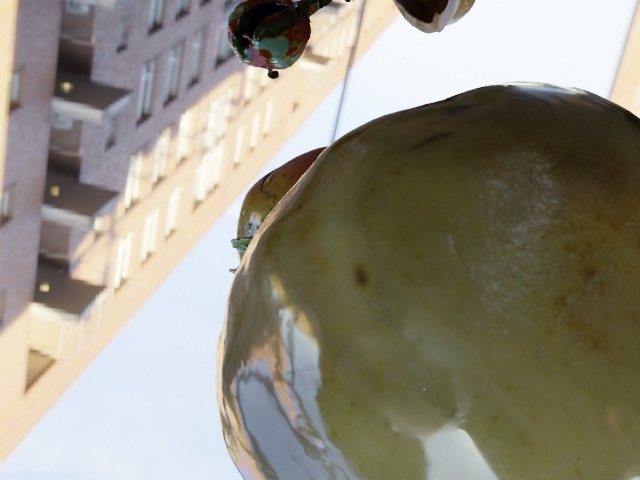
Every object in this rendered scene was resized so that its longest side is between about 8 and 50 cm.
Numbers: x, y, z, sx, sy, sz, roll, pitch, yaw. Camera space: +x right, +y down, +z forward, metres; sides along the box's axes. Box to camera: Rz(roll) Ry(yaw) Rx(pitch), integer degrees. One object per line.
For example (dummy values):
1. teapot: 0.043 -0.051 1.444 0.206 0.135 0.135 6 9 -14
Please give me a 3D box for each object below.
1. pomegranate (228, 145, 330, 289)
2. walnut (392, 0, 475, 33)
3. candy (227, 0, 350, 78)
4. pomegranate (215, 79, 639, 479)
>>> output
1. pomegranate: 0.000 0.000 1.317 0.210 0.210 0.235 25 -148 28
2. walnut: 0.141 -0.355 1.419 0.087 0.211 0.167 -15 174 -31
3. candy: 0.016 -0.175 0.797 0.184 0.049 0.055 -35 -104 -15
4. pomegranate: 0.103 0.072 0.717 0.332 0.333 0.332 10 -156 -4
